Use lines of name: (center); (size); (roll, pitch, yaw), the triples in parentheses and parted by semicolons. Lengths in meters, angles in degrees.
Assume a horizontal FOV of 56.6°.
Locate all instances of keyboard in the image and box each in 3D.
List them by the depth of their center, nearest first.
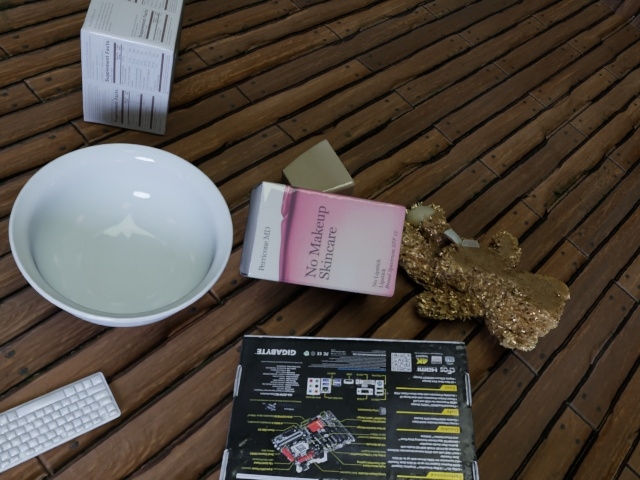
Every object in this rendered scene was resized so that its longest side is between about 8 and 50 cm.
keyboard: (-0.389, 0.248, 0.746); (0.256, 0.014, 0.072); (-21, 65, -30)

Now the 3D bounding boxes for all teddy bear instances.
teddy bear: (0.258, 0.061, 1.058); (0.338, 0.113, 0.245); (22, 45, 6)

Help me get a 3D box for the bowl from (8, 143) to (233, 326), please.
bowl: (-0.285, 0.011, 0.872); (0.298, 0.134, 0.297); (10, 54, -14)

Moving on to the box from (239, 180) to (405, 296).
box: (0.000, 0.000, 0.948); (0.233, 0.127, 0.148); (9, 88, -14)

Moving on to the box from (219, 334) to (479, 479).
box: (0.039, 0.258, 0.787); (0.322, 0.079, 0.257); (0, 55, 4)

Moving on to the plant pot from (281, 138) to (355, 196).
plant pot: (-0.013, -0.096, 1.065); (0.096, 0.109, 0.109); (-22, 66, -17)

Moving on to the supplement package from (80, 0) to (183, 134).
supplement package: (-0.331, -0.362, 1.072); (0.145, 0.204, 0.261); (9, 54, -14)
